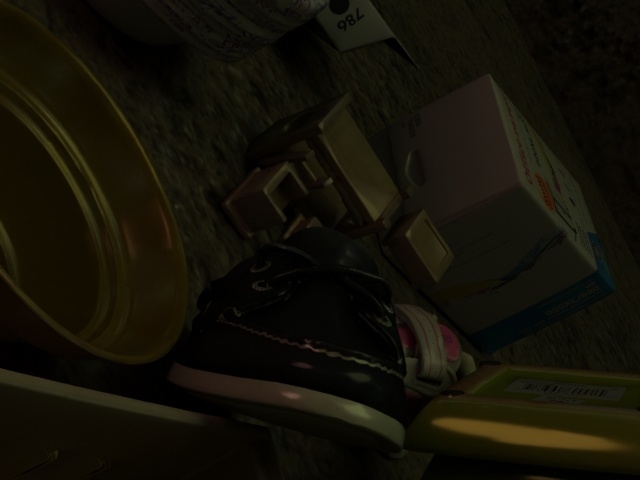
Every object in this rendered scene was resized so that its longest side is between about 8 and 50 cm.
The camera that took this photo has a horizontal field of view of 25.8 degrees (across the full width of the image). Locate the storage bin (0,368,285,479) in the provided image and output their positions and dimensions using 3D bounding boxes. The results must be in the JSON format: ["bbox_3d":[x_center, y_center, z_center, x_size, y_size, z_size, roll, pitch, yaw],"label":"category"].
[{"bbox_3d":[-0.095,0.205,0.576,0.262,0.123,0.260,27,39,-60],"label":"storage bin"}]

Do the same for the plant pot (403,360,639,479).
[{"bbox_3d":[0.175,0.203,1.004,0.227,0.228,0.207,-12,104,-68],"label":"plant pot"}]

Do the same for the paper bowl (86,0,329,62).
[{"bbox_3d":[-0.126,-0.271,1.109,0.284,0.148,0.284,50,23,-31],"label":"paper bowl"}]

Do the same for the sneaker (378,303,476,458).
[{"bbox_3d":[0.048,0.090,1.111,0.252,0.111,0.103,33,34,-54],"label":"sneaker"}]

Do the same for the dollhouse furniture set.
[{"bbox_3d":[0.000,0.000,1.199,0.182,0.101,0.161,56,45,-17],"label":"dollhouse furniture set"}]

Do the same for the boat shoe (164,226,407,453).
[{"bbox_3d":[-0.011,0.049,0.801,0.127,0.113,0.340,19,-6,-2],"label":"boat shoe"}]

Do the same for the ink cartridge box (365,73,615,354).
[{"bbox_3d":[0.181,-0.026,1.519,0.232,0.168,0.171,42,28,-43],"label":"ink cartridge box"}]

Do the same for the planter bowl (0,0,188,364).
[{"bbox_3d":[-0.169,-0.015,0.737,0.217,0.090,0.217,51,21,-29],"label":"planter bowl"}]

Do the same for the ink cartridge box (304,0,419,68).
[{"bbox_3d":[-0.033,-0.302,1.440,0.333,0.065,0.165,50,1,-26],"label":"ink cartridge box"}]
